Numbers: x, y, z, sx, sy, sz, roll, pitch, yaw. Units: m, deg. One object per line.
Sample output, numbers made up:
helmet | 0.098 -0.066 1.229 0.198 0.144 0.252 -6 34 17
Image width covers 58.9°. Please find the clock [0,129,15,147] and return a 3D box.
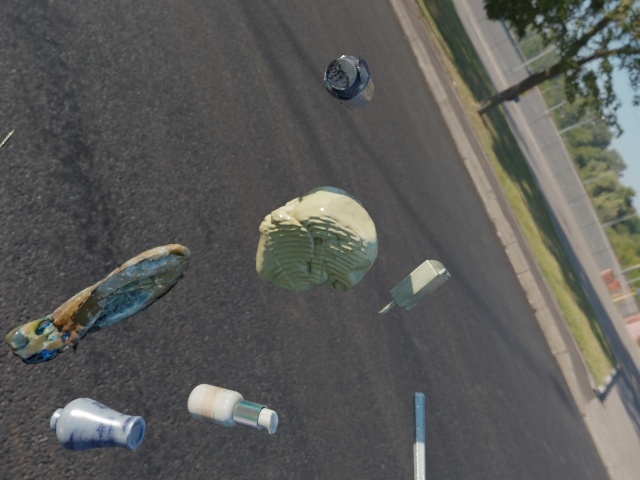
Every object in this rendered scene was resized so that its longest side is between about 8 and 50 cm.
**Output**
clock | -0.923 -0.292 1.660 0.010 0.074 0.083 40 41 -29

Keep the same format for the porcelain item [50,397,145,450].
porcelain item | -0.622 0.516 1.573 0.141 0.259 0.141 2 90 -76

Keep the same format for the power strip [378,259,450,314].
power strip | 0.185 0.102 1.151 0.075 0.175 0.042 11 41 -57

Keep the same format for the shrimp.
shrimp | -0.498 0.143 1.316 0.110 0.446 0.221 54 -13 14

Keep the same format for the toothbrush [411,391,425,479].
toothbrush | 0.176 0.422 0.999 0.030 0.025 0.342 95 2 -47

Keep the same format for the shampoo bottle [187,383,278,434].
shampoo bottle | -0.179 0.348 1.166 0.074 0.192 0.073 6 90 -67

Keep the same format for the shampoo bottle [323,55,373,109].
shampoo bottle | 0.046 -0.247 0.884 0.072 0.072 0.214 61 12 -4

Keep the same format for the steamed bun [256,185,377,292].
steamed bun | -0.003 -0.002 1.402 0.276 0.289 0.203 34 37 0
